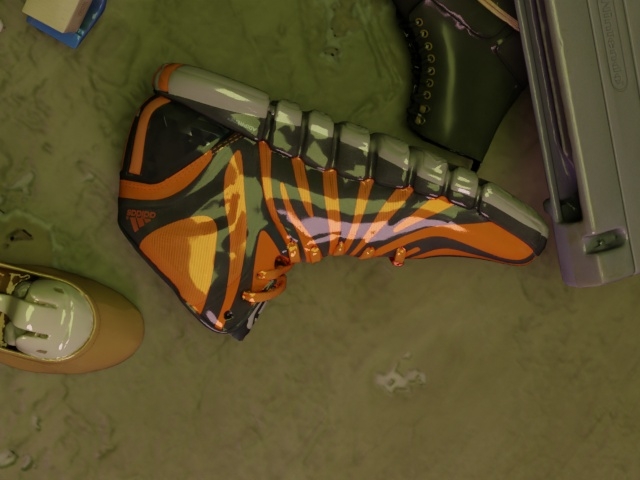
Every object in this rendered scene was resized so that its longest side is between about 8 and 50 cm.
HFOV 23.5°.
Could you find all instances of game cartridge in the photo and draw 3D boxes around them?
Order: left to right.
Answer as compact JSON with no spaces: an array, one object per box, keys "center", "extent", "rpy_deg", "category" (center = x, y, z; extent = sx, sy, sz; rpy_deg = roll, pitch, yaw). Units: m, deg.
[{"center":[0.252,-0.160,1.200],"extent":[0.230,0.068,0.355],"rpy_deg":[-14,96,-37],"category":"game cartridge"}]

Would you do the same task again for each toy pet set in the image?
[{"center":[-0.210,-0.201,1.114],"extent":[0.114,0.065,0.122],"rpy_deg":[29,102,1],"category":"toy pet set"}]

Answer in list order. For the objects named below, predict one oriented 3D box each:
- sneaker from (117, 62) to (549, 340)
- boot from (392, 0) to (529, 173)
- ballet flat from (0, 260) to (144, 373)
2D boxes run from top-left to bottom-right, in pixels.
[{"center":[0.000,0.000,1.155],"extent":[0.321,0.124,0.180],"rpy_deg":[19,91,-3],"category":"sneaker"},{"center":[0.076,-0.150,1.183],"extent":[0.198,0.077,0.137],"rpy_deg":[27,91,-12],"category":"boot"},{"center":[-0.238,0.050,1.108],"extent":[0.232,0.073,0.080],"rpy_deg":[14,89,-15],"category":"ballet flat"}]
